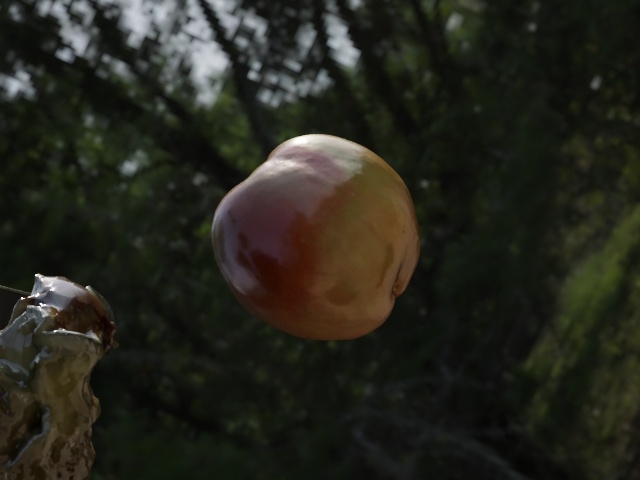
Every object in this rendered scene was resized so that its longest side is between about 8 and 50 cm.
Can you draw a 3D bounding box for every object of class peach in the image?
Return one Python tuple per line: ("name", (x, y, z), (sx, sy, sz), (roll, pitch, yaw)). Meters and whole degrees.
("peach", (0.000, 0.000, 1.507), (0.184, 0.184, 0.184), (-62, -9, -17))

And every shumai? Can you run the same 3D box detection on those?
("shumai", (-0.234, 0.111, 1.329), (0.153, 0.209, 0.161), (-37, -2, 15))

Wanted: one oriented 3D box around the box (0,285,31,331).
("box", (-0.259, 0.083, 1.454), (0.035, 0.083, 0.079), (130, 151, -55))
